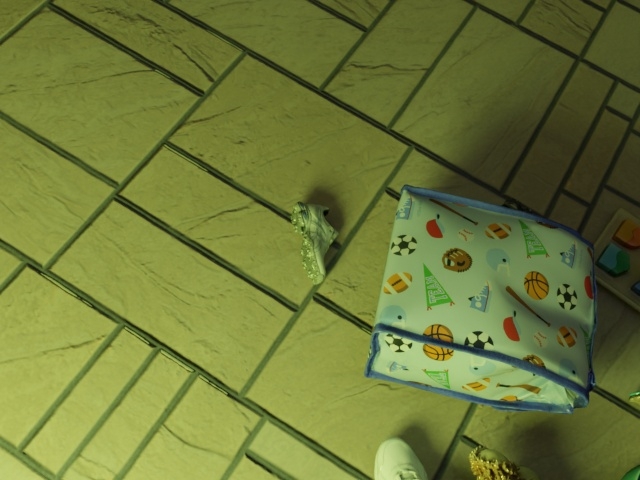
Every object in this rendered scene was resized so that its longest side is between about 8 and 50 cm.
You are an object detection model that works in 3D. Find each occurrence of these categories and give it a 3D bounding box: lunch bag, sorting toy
[{"bbox_3d":[0.297,0.116,1.360,0.385,0.239,0.328,10,59,5],"label":"lunch bag"},{"bbox_3d":[0.663,0.045,1.565,0.193,0.038,0.208,37,62,12],"label":"sorting toy"}]

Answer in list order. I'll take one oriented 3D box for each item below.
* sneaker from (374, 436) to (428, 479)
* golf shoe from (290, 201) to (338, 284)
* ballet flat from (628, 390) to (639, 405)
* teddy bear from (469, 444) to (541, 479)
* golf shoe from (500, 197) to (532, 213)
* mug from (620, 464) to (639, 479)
[{"bbox_3d":[0.158,0.427,1.233,0.090,0.115,0.232,-12,64,-15],"label":"sneaker"},{"bbox_3d":[0.000,0.000,1.472,0.086,0.069,0.176,-4,63,-18],"label":"golf shoe"},{"bbox_3d":[0.679,0.297,1.416,0.206,0.073,0.067,-11,78,-11],"label":"ballet flat"},{"bbox_3d":[0.299,0.495,1.203,0.245,0.113,0.338,22,48,-41],"label":"teddy bear"},{"bbox_3d":[0.433,0.004,1.539,0.198,0.077,0.094,37,73,19],"label":"golf shoe"},{"bbox_3d":[0.568,0.443,1.300,0.157,0.097,0.129,28,62,7],"label":"mug"}]
